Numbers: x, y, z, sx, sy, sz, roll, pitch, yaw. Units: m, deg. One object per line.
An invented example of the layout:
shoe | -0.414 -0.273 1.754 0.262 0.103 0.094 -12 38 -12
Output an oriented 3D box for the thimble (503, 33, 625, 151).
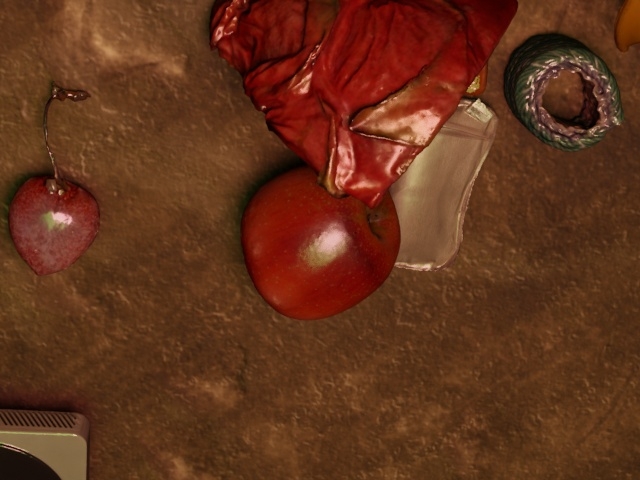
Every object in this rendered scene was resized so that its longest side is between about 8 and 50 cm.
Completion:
thimble | 0.284 -0.173 1.440 0.118 0.090 0.135 -35 112 11

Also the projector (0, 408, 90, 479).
projector | -0.426 0.324 1.562 0.257 0.079 0.259 4 121 -7

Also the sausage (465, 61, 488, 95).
sausage | 0.177 -0.237 1.433 0.041 0.039 0.131 0 110 3

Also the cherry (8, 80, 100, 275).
cherry | -0.300 -0.065 1.435 0.107 0.090 0.226 18 99 1

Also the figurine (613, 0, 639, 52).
figurine | 0.544 -0.325 1.314 0.400 0.268 0.387 15 123 1

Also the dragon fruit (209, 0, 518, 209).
dragon fruit | 0.010 -0.180 1.366 0.330 0.302 0.240 23 143 14

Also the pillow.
pillow | 0.131 -0.070 1.492 0.130 0.038 0.233 11 109 -10

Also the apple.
apple | 0.000 0.000 1.429 0.168 0.181 0.181 -14 114 28
